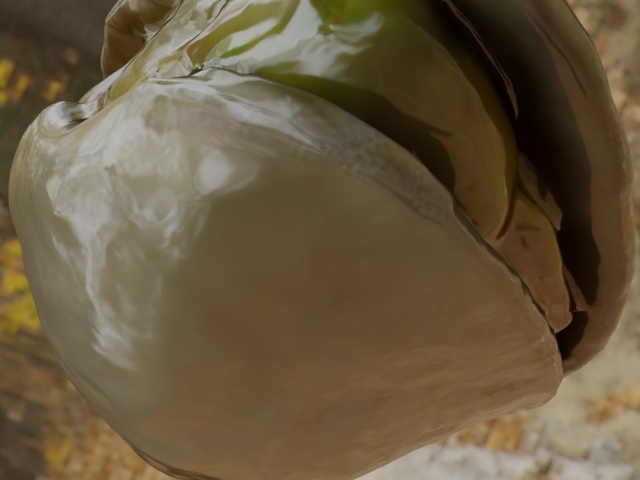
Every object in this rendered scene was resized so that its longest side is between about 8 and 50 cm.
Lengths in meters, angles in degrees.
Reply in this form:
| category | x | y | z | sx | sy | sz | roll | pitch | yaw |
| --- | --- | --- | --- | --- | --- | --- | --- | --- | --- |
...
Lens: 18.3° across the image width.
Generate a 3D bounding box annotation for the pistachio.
| category | x | y | z | sx | sy | sz | roll | pitch | yaw |
| --- | --- | --- | --- | --- | --- | --- | --- | --- | --- |
| pistachio | 0.000 | 0.000 | 0.637 | 0.166 | 0.197 | 0.288 | -61 | 0 | -15 |
